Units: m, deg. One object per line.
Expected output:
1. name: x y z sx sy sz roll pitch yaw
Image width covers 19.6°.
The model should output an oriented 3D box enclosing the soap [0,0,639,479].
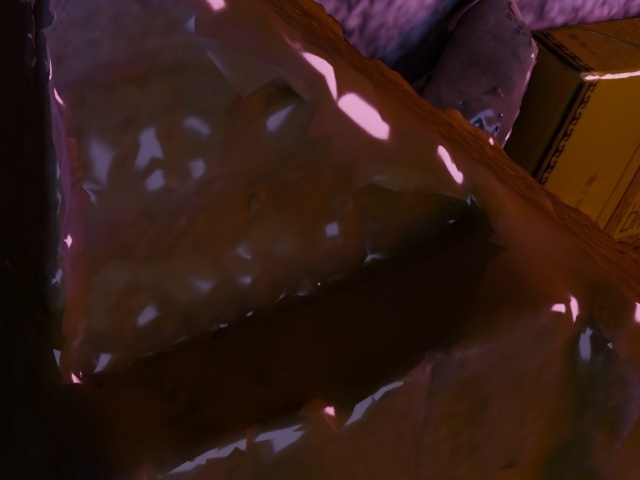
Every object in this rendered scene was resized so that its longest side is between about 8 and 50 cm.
1. soap: 0.044 -0.011 0.540 0.339 0.169 0.304 -18 132 -31

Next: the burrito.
1. burrito: 0.001 0.000 0.673 0.229 0.063 0.058 -48 113 -15

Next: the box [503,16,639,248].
1. box: 0.154 -0.036 0.851 0.279 0.041 0.153 -14 139 -47
